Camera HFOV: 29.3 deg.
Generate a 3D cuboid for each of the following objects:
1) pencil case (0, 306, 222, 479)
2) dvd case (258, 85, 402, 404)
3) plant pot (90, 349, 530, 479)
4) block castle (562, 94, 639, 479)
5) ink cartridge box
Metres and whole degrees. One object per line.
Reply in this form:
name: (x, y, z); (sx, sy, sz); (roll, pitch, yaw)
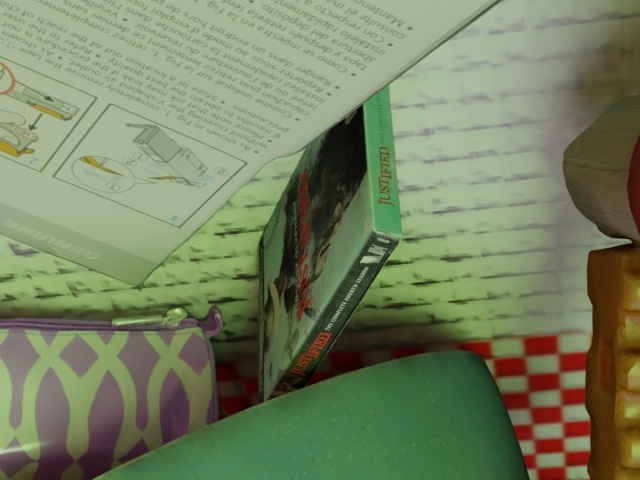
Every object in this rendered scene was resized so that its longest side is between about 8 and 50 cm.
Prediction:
pencil case: (-0.140, 0.066, 0.526); (0.206, 0.086, 0.088); (4, 105, -21)
dvd case: (0.000, 0.000, 0.459); (0.013, 0.087, 0.119); (11, 140, -16)
plant pot: (-0.016, 0.201, 0.519); (0.290, 0.195, 0.290); (-23, 162, -8)
block castle: (0.227, 0.169, 0.364); (0.303, 0.213, 0.453); (0, 96, -4)
ink cartridge box: (-0.129, -0.102, 0.359); (0.296, 0.066, 0.261); (23, 151, -22)
